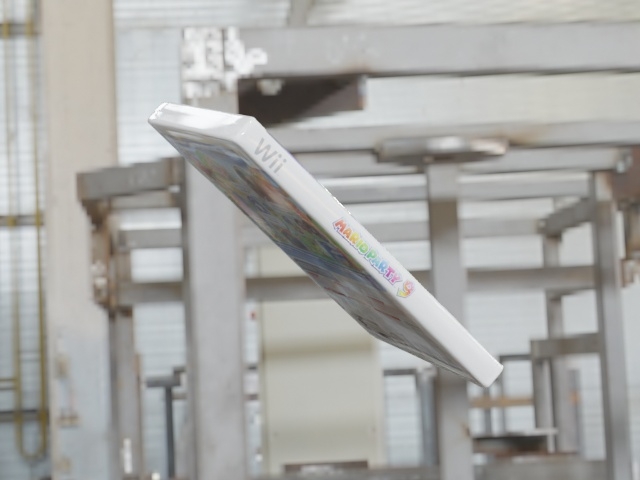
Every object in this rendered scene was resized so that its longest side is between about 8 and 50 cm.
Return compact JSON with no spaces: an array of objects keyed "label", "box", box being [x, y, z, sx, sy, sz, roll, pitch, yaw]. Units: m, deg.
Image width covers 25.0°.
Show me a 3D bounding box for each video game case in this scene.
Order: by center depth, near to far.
[{"label":"video game case","box":[0.000,0.000,0.483,0.122,0.011,0.087,44,-10,-24]}]
